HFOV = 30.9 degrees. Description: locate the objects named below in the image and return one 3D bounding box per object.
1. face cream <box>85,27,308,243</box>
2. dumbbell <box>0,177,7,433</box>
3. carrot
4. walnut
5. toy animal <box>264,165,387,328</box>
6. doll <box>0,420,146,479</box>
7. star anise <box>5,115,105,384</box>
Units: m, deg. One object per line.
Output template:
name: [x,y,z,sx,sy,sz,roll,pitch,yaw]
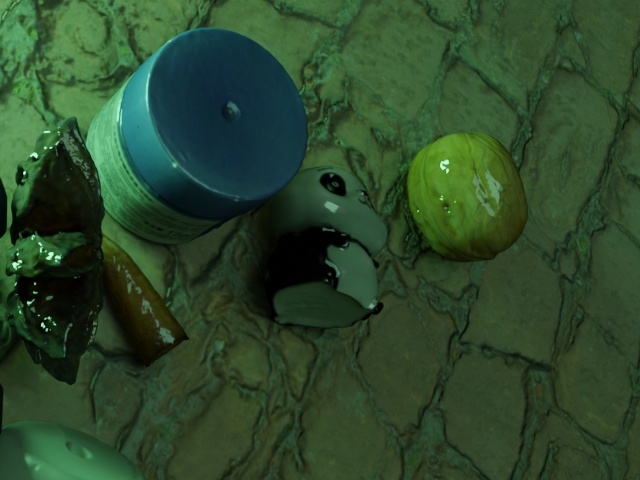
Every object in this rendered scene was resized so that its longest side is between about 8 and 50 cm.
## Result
face cream: [-0.176,-0.138,1.603,0.249,0.225,0.249,12,68,-32]
dumbbell: [-0.434,0.072,1.320,0.144,0.160,0.325,-2,70,-10]
carrot: [-0.261,0.069,1.573,0.072,0.072,0.205,-34,92,-40]
walnut: [0.246,-0.071,1.938,0.195,0.195,0.222,-18,83,-41]
toy animal: [0.006,0.002,1.740,0.187,0.165,0.235,32,57,-42]
doll: [-0.321,0.341,1.378,0.251,0.221,0.221,28,57,-3]
star anise: [-0.323,0.011,1.416,0.117,0.332,0.332,5,70,-6]
